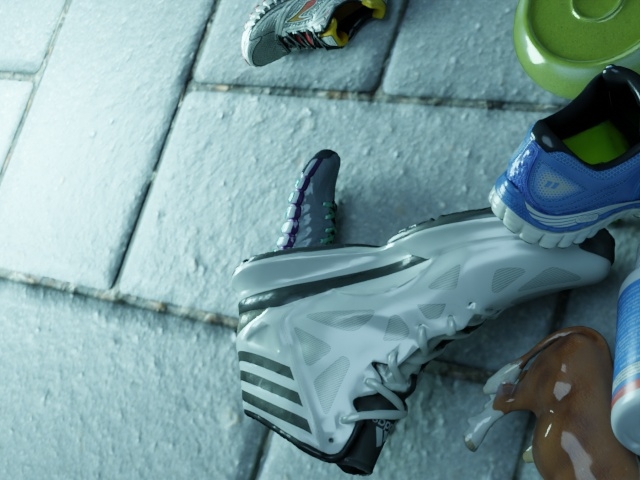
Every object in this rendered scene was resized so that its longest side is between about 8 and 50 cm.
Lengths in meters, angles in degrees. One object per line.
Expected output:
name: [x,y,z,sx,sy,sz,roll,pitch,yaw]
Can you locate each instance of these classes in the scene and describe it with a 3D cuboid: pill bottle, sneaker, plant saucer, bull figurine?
pill bottle: [0.349,0.094,1.133,0.124,0.124,0.222,-11,45,29]
sneaker: [0.111,0.124,1.277,0.447,0.169,0.258,-12,68,24]
plant saucer: [0.335,-0.282,1.386,0.240,0.037,0.241,-13,64,28]
sneaker: [0.000,0.000,1.470,0.098,0.083,0.224,21,89,19]
sneaker: [-0.011,-0.298,1.586,0.225,0.088,0.093,-28,58,21]
sneaker: [0.328,-0.099,1.166,0.330,0.147,0.130,-19,54,-27]
bull figurine: [0.253,0.242,1.169,0.188,0.101,0.310,-26,53,29]

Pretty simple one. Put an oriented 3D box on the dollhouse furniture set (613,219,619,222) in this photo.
dollhouse furniture set: [0.325,-0.094,1.319,0.076,0.058,0.152,-11,45,37]
